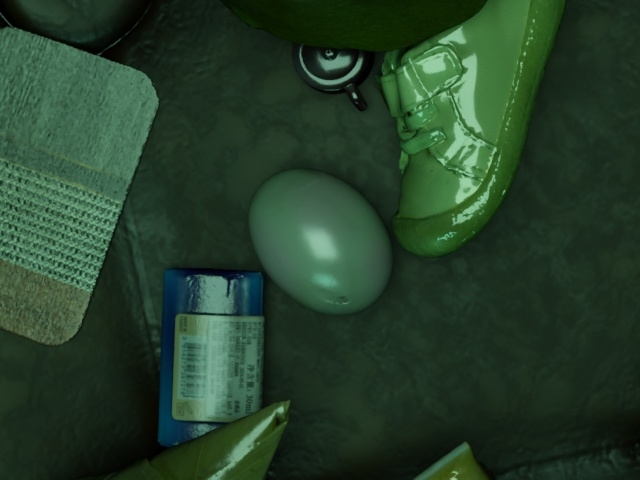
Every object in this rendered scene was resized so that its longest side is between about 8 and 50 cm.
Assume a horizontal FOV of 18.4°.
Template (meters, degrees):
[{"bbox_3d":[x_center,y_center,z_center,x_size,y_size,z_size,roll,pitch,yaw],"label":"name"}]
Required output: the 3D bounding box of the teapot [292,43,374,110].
[{"bbox_3d":[0.011,-0.151,1.634,0.067,0.045,0.100,-30,87,8],"label":"teapot"}]

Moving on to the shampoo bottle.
[{"bbox_3d":[-0.091,0.115,1.648,0.087,0.050,0.183,2,91,4],"label":"shampoo bottle"}]

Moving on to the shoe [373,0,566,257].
[{"bbox_3d":[0.107,-0.118,1.586,0.128,0.140,0.262,24,88,-4],"label":"shoe"}]

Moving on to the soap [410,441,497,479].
[{"bbox_3d":[0.079,0.360,1.527,0.335,0.156,0.293,-35,122,3],"label":"soap"}]

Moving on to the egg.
[{"bbox_3d":[0.000,0.000,1.609,0.103,0.103,0.135,-43,85,5],"label":"egg"}]

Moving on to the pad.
[{"bbox_3d":[-0.324,-0.072,1.668,0.323,0.055,0.250,19,94,-12],"label":"pad"}]

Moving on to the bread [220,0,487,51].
[{"bbox_3d":[0.034,-0.338,1.537,0.366,0.129,0.382,-9,69,17],"label":"bread"}]

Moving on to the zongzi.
[{"bbox_3d":[-0.092,0.298,1.580,0.300,0.145,0.274,-26,91,25],"label":"zongzi"}]
